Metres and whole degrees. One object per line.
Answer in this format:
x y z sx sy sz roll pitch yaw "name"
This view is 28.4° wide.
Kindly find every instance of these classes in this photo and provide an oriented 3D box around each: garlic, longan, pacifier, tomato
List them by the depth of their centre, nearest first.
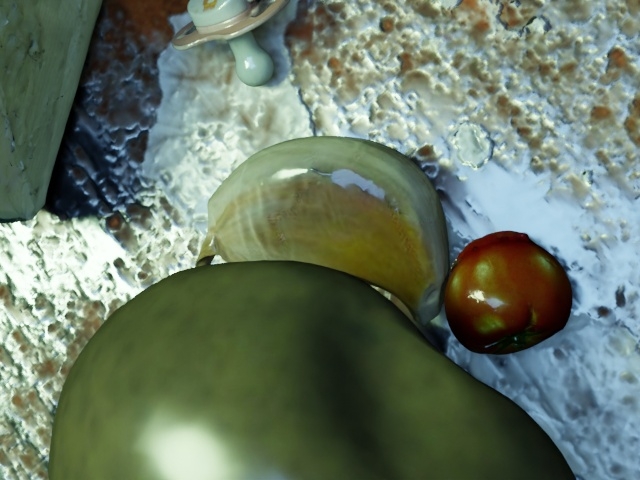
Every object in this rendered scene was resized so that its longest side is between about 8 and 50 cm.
-0.005 0.163 0.772 0.350 0.288 0.288 26 95 12 "longan"
0.122 0.035 0.838 0.087 0.087 0.075 -22 64 14 "tomato"
-0.009 -0.009 0.878 0.198 0.090 0.129 1 101 12 "garlic"
-0.055 -0.149 0.911 0.099 0.081 0.078 -7 120 39 "pacifier"

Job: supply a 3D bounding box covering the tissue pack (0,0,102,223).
-0.385 -0.186 0.900 0.416 0.253 0.264 16 93 16 "tissue pack"
